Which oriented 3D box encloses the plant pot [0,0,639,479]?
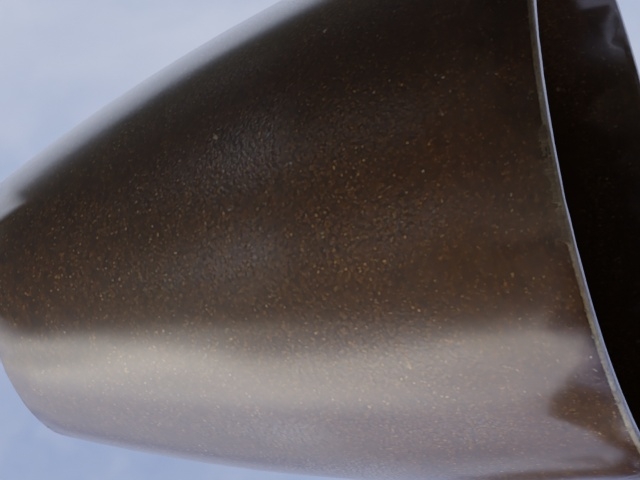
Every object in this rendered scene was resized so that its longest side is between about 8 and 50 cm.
[{"bbox_3d":[0.000,0.000,0.715,0.230,0.215,0.215,-12,-138,19],"label":"plant pot"}]
